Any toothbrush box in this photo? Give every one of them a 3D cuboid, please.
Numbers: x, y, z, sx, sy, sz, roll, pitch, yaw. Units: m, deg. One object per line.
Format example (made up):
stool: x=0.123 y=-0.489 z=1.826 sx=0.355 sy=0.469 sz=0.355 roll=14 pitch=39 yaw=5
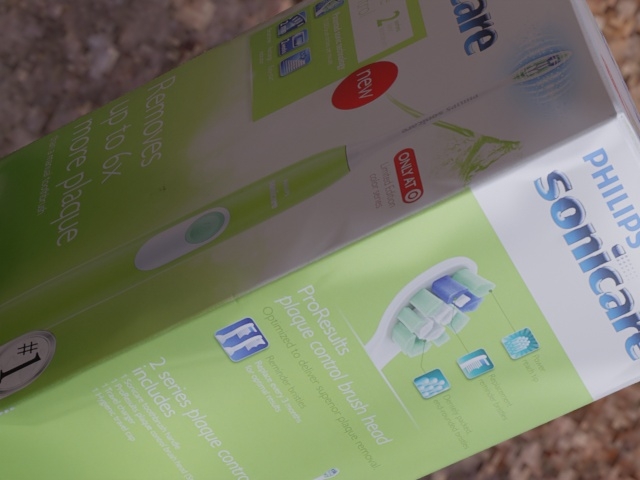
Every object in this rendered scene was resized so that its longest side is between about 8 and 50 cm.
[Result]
toothbrush box: x=0.000 y=0.000 z=0.732 sx=0.122 sy=0.283 sz=0.206 roll=58 pitch=15 yaw=-31
